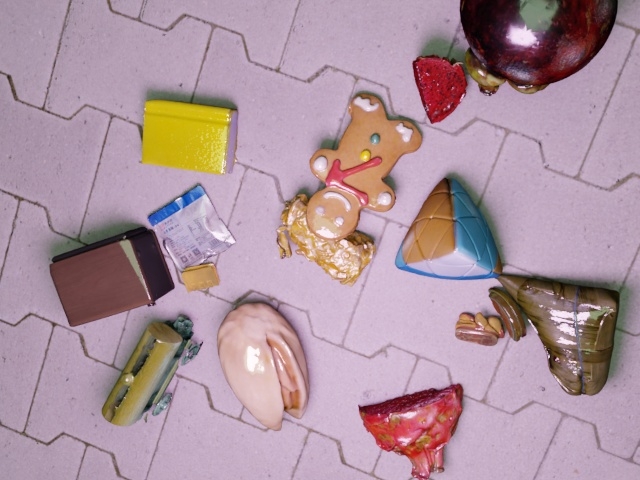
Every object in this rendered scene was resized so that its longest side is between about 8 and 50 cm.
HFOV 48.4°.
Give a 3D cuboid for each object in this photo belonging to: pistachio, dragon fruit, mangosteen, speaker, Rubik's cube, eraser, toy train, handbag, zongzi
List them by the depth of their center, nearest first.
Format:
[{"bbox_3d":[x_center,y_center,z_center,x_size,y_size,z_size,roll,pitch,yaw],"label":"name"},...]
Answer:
[{"bbox_3d":[0.428,-0.448,1.450,0.305,0.359,0.306,1,67,-2],"label":"mangosteen"},{"bbox_3d":[0.316,0.019,1.554,0.254,0.254,0.255,2,100,10],"label":"Rubik's cube"},{"bbox_3d":[0.264,-0.352,1.573,0.106,0.083,0.162,-21,121,3],"label":"dragon fruit"},{"bbox_3d":[0.516,0.212,1.608,0.274,0.125,0.251,10,104,25],"label":"zongzi"},{"bbox_3d":[0.232,0.465,1.684,0.261,0.134,0.212,-20,99,13],"label":"dragon fruit"},{"bbox_3d":[-0.309,-0.247,1.693,0.225,0.069,0.158,9,100,8],"label":"eraser"},{"bbox_3d":[-0.135,0.303,1.702,0.193,0.214,0.318,-23,105,-28],"label":"pistachio"},{"bbox_3d":[-0.509,0.090,1.741,0.230,0.153,0.193,-17,97,12],"label":"speaker"},{"bbox_3d":[-0.408,0.327,1.743,0.126,0.189,0.308,33,102,5],"label":"toy train"},{"bbox_3d":[-0.296,0.093,1.761,0.083,0.027,0.061,-11,114,9],"label":"handbag"}]

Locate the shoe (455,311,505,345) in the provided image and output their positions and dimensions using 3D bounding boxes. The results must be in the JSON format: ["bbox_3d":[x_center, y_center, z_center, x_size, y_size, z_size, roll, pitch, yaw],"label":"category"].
[{"bbox_3d":[0.367,0.200,1.648,0.109,0.069,0.072,-8,135,22],"label":"shoe"}]

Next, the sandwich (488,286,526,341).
[{"bbox_3d":[0.423,0.163,1.622,0.029,0.067,0.135,-26,70,-16],"label":"sandwich"}]

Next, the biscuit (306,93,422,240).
[{"bbox_3d":[0.084,-0.152,1.598,0.216,0.047,0.340,35,83,4],"label":"biscuit"}]

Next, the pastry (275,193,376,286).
[{"bbox_3d":[0.000,0.000,1.663,0.250,0.102,0.154,35,110,2],"label":"pastry"}]

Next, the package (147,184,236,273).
[{"bbox_3d":[-0.319,-0.024,1.754,0.171,0.027,0.173,-29,94,17],"label":"package"}]
